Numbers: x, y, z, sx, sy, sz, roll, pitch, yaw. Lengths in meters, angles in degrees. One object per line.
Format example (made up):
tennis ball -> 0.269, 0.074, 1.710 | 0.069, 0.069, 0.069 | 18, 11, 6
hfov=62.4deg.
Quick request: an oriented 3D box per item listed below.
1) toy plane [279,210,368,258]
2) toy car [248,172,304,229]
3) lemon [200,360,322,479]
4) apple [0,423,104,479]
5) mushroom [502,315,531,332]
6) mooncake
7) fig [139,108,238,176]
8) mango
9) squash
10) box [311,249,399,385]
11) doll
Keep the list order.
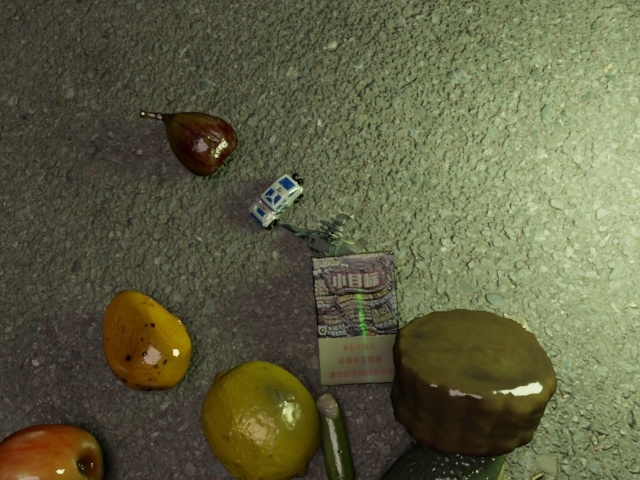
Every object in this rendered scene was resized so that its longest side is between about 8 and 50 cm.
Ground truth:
toy plane -> -0.005, 0.002, 1.364 | 0.262, 0.088, 0.192 | 20, 108, 17
toy car -> -0.115, -0.112, 1.415 | 0.170, 0.070, 0.080 | -45, 74, -3
lemon -> -0.134, 0.411, 1.201 | 0.284, 0.260, 0.260 | 19, 80, 15
apple -> -0.657, 0.555, 1.256 | 0.241, 0.242, 0.241 | -13, 75, -1
mushroom -> 0.455, 0.280, 1.220 | 0.097, 0.088, 0.212 | -9, 83, 7
mooncake -> 0.304, 0.291, 1.093 | 0.324, 0.324, 0.187 | 9, 115, 11
fig -> -0.369, -0.290, 1.452 | 0.274, 0.145, 0.170 | 29, 82, 0
mango -> -0.454, 0.257, 1.340 | 0.191, 0.160, 0.290 | -41, 70, 8
squash -> 0.034, 0.480, 1.249 | 0.069, 0.069, 0.238 | -14, 75, 5
box -> 0.090, 0.184, 1.268 | 0.198, 0.084, 0.309 | -4, 91, 8
doll -> 0.261, 0.537, 1.128 | 0.247, 0.247, 0.349 | 34, 74, 15
